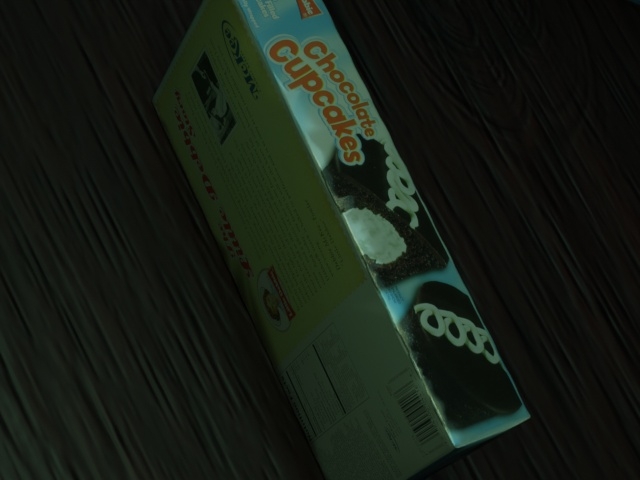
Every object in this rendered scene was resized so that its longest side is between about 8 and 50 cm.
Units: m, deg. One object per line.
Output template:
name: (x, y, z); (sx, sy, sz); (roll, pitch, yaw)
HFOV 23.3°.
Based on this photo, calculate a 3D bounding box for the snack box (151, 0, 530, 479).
snack box: (0.000, 0.000, 0.978); (0.060, 0.187, 0.322); (-20, 77, -26)

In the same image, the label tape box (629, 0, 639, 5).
label tape box: (0.171, -0.332, 1.142); (0.347, 0.249, 0.115); (21, 63, -11)
